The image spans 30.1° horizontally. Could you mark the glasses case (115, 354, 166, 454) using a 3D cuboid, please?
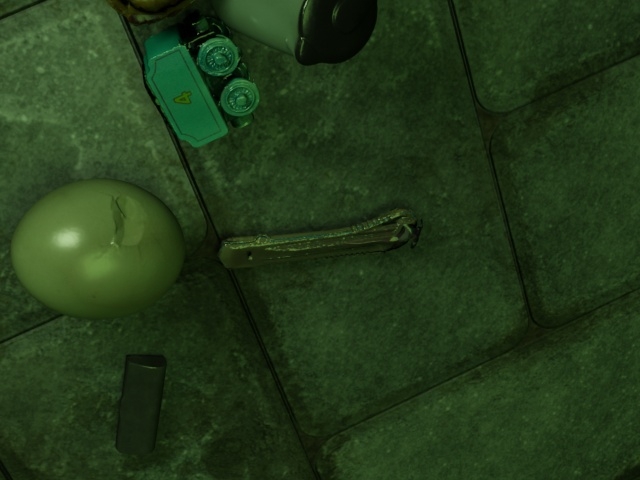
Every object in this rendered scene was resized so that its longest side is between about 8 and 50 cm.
[{"bbox_3d":[-0.316,0.289,2.091,0.072,0.042,0.191,4,116,-15],"label":"glasses case"}]

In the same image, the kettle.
[{"bbox_3d":[-0.015,-0.367,1.710,0.221,0.236,0.161,-48,132,-7],"label":"kettle"}]

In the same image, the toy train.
[{"bbox_3d":[-0.183,-0.245,1.807,0.154,0.107,0.198,-25,124,2],"label":"toy train"}]

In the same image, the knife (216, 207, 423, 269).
[{"bbox_3d":[-0.002,-0.003,2.050,0.365,0.043,0.089,-7,120,-15],"label":"knife"}]

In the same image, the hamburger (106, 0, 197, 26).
[{"bbox_3d":[-0.237,-0.408,1.668,0.183,0.130,0.206,-24,114,0],"label":"hamburger"}]

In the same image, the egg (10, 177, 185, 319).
[{"bbox_3d":[-0.336,0.013,1.821,0.269,0.219,0.219,-1,119,-40],"label":"egg"}]
